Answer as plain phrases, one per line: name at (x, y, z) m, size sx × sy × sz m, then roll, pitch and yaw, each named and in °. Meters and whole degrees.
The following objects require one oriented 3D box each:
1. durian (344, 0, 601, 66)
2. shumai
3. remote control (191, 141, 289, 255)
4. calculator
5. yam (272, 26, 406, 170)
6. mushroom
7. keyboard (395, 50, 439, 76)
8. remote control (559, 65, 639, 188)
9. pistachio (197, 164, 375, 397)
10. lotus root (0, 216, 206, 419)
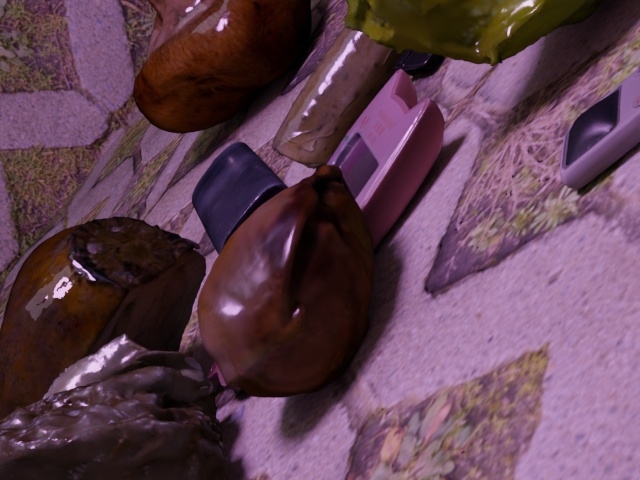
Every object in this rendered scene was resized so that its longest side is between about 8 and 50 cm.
durian at (0.177, -0.295, 1.219) m, size 0.340 × 0.204 × 0.255 m, roll -35°, pitch -30°, yaw -40°
shumai at (-0.183, 0.167, 1.282) m, size 0.256 × 0.189 × 0.218 m, roll -35°, pitch 23°, yaw 34°
remote control at (-0.097, -0.049, 1.814) m, size 0.107 × 0.044 × 0.377 m, roll -56°, pitch 14°, yaw 3°
calculator at (0.000, 0.000, 1.409) m, size 0.329 × 0.048 × 0.220 m, roll -52°, pitch 16°, yaw 9°
yam at (0.075, -0.235, 1.625) m, size 0.371 × 0.083 × 0.083 m, roll -57°, pitch 14°, yaw 1°
mushroom at (-0.155, -0.322, 2.209) m, size 0.345 × 0.259 × 0.345 m, roll -47°, pitch 16°, yaw 17°
keyboard at (0.158, -0.259, 1.583) m, size 0.231 × 0.023 × 0.072 m, roll -55°, pitch 19°, yaw -12°
remote control at (0.243, -0.125, 0.984) m, size 0.261 × 0.029 × 0.067 m, roll -42°, pitch 17°, yaw 34°
pistachio at (-0.018, 0.029, 1.219) m, size 0.165 × 0.131 × 0.210 m, roll 117°, pitch 176°, yaw -55°
lotus root at (-0.236, 0.090, 1.478) m, size 0.267 × 0.149 × 0.260 m, roll -53°, pitch -13°, yaw -44°
